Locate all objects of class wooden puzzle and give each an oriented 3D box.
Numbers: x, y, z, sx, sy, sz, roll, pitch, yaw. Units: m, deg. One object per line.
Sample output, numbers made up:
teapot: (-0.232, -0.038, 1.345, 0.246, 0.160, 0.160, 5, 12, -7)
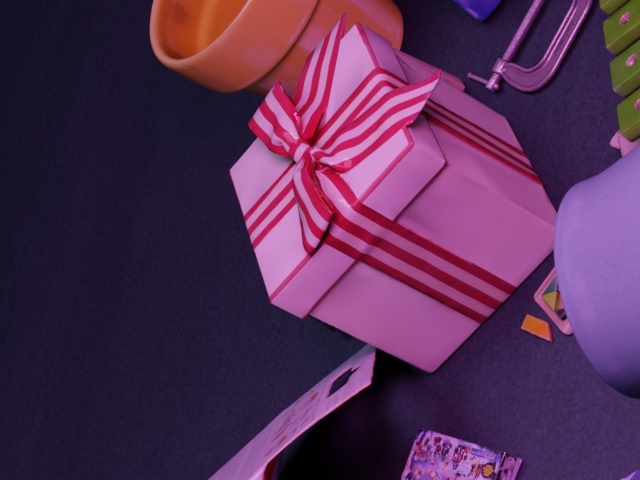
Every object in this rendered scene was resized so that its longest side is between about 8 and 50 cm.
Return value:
wooden puzzle: (0.241, 0.049, 1.726, 0.116, 0.014, 0.078, -58, 33, 6)

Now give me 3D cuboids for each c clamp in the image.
c clamp: (0.230, -0.226, 1.931, 0.161, 0.022, 0.137, -58, 33, 9)

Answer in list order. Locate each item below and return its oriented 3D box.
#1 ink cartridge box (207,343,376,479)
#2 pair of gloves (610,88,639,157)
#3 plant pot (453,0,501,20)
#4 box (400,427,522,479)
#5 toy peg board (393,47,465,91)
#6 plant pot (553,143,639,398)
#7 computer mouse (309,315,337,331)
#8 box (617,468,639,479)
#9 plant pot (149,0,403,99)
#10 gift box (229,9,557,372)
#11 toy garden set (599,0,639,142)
ink cartridge box: (-0.063, 0.271, 1.821, 0.385, 0.091, 0.308, -41, 2, 6)
pair of gloves: (0.378, -0.151, 1.647, 0.240, 0.042, 0.204, -51, 28, 6)
plant pot: (0.143, -0.430, 2.018, 0.212, 0.236, 0.236, -47, 35, 12)
box: (0.129, 0.241, 1.731, 0.137, 0.027, 0.094, 8, 75, 56)
toy peg board: (0.070, -0.120, 1.963, 0.161, 0.160, 0.079, -48, 48, 23)
plant pot: (0.328, 0.005, 1.353, 0.255, 0.271, 0.272, -18, 53, 35)
computer mouse: (0.000, 0.000, 2.004, 0.106, 0.042, 0.193, -150, 53, -66)
box: (0.409, 0.242, 1.168, 0.395, 0.212, 0.293, -37, 41, 35)
plant pot: (-0.038, -0.272, 2.138, 0.254, 0.239, 0.254, -35, 42, 38)
gift box: (0.072, -0.066, 1.819, 0.276, 0.258, 0.255, -52, 34, 18)
toy garden set: (0.360, -0.218, 1.657, 0.204, 0.049, 0.244, -38, 31, 31)
